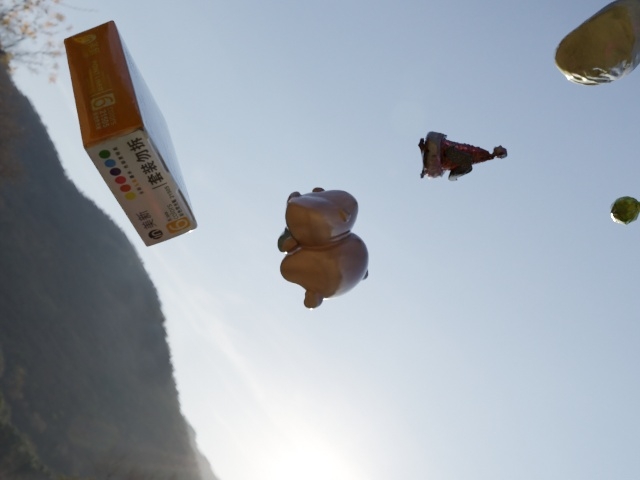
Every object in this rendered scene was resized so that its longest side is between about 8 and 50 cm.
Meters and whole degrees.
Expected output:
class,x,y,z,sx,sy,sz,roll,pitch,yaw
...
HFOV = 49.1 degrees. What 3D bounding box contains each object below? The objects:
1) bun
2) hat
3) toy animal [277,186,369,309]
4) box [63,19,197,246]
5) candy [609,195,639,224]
class,x,y,z,sx,sy,sz,roll,pitch,yaw
bun,0.554,-0.371,1.330,0.128,0.193,0.178,57,-34,5
hat,0.359,-0.210,1.781,0.227,0.129,0.140,2,-56,19
toy animal,0.014,0.000,1.568,0.229,0.210,0.221,47,-44,25
box,-0.279,-0.158,1.026,0.221,0.091,0.274,73,-6,-53
candy,0.680,-0.081,1.410,0.194,0.062,0.058,-21,-122,40
